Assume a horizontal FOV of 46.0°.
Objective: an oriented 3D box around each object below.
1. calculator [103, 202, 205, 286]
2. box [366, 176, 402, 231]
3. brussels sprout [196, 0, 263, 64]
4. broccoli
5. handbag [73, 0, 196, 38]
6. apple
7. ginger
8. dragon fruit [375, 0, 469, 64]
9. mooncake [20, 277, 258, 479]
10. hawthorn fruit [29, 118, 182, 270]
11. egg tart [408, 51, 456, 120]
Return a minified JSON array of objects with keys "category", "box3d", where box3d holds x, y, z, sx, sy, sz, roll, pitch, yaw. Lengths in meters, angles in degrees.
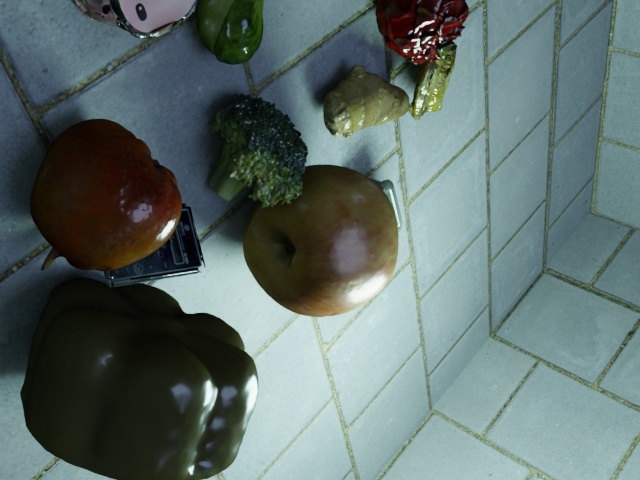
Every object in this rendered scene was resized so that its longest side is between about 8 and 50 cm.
[{"category":"calculator","box3d":[-0.363,0.006,1.606,0.274,0.028,0.166,-8,80,-53]},{"category":"box","box3d":[0.152,-0.073,2.237,0.162,0.130,0.227,-49,144,-23]},{"category":"brussels sprout","box3d":[-0.179,-0.450,1.540,0.145,0.131,0.183,-41,145,-39]},{"category":"broccoli","box3d":[-0.149,-0.186,1.718,0.243,0.263,0.247,-45,-174,22]},{"category":"handbag","box3d":[-0.329,-0.462,1.344,0.205,0.116,0.179,-41,141,-33]},{"category":"apple","box3d":[0.000,0.000,1.855,0.346,0.391,0.391,-9,119,-46]},{"category":"ginger","box3d":[0.127,-0.370,2.022,0.354,0.126,0.190,-12,110,-53]},{"category":"dragon fruit","box3d":[0.263,-0.608,1.944,0.244,0.244,0.299,-24,115,-44]},{"category":"mooncake","box3d":[-0.348,0.264,1.494,0.467,0.467,0.262,8,106,-55]},{"category":"hawthorn fruit","box3d":[-0.412,-0.061,1.381,0.298,0.277,0.277,-48,144,-7]},{"category":"egg tart","box3d":[0.330,-0.475,2.164,0.279,0.095,0.279,19,90,-85]}]
